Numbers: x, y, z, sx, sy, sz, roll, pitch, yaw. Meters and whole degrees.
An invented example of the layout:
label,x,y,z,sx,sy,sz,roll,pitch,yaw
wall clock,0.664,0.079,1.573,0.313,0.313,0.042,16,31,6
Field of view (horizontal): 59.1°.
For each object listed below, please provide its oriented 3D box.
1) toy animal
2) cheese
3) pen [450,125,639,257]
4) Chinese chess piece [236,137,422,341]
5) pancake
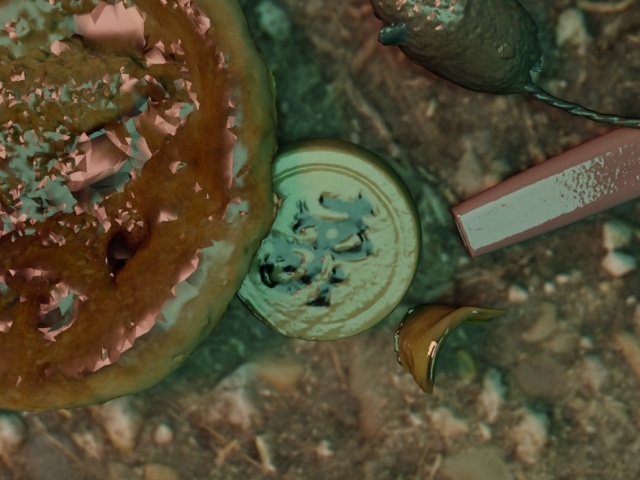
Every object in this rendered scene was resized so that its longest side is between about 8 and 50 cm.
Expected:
label,x,y,z,sx,sy,sz,roll,pitch,yaw
toy animal,0.135,-0.117,0.372,0.252,0.079,0.070,28,120,-3
cheese,0.092,0.065,0.415,0.084,0.060,0.041,-36,97,-2
pen,0.193,-0.045,0.409,0.197,0.032,0.053,-22,98,6
Chinese chess piece,0.000,0.000,0.401,0.144,0.058,0.144,0,100,0
pancake,-0.189,-0.056,0.375,0.356,0.065,0.356,0,92,7
